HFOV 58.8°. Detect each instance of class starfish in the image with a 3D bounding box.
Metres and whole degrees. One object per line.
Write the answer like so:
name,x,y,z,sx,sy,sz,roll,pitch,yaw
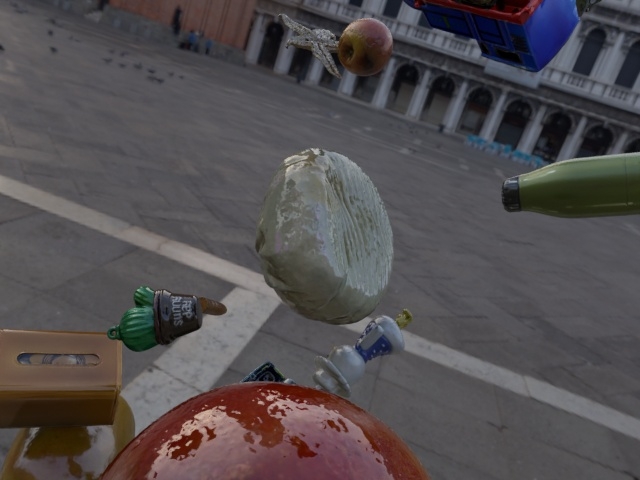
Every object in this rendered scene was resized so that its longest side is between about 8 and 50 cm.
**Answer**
starfish,0.014,-0.530,1.546,0.231,0.048,0.295,-11,50,-37

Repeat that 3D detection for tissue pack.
tissue pack,-0.614,0.318,1.324,0.275,0.145,0.194,5,43,-24

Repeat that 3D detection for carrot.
carrot,-0.305,0.193,1.628,0.048,0.048,0.139,27,-2,26

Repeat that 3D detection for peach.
peach,-0.062,0.319,0.568,0.389,0.387,0.388,17,15,-5

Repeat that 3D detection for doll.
doll,0.094,0.258,1.305,0.293,0.138,0.119,-36,68,-22

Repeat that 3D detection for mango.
mango,-0.608,0.534,1.430,0.300,0.232,0.445,39,19,-12

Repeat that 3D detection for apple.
apple,0.112,-0.486,1.440,0.147,0.146,0.146,17,15,-5

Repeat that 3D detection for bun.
bun,0.000,0.000,1.153,0.220,0.364,0.365,-14,-1,29

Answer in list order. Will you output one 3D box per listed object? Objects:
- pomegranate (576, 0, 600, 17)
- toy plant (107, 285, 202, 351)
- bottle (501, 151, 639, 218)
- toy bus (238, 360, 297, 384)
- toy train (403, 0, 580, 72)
pomegranate,0.471,-0.537,1.190,0.220,0.156,0.156,40,11,-13
toy plant,-0.358,0.163,1.217,0.201,0.142,0.105,-7,-17,-3
bottle,0.470,-0.095,1.041,0.261,0.111,0.112,-3,4,28
toy bus,-0.081,0.420,1.289,0.262,0.150,0.128,42,51,16
toy train,0.170,-0.273,0.628,0.204,0.082,0.131,38,-1,41
